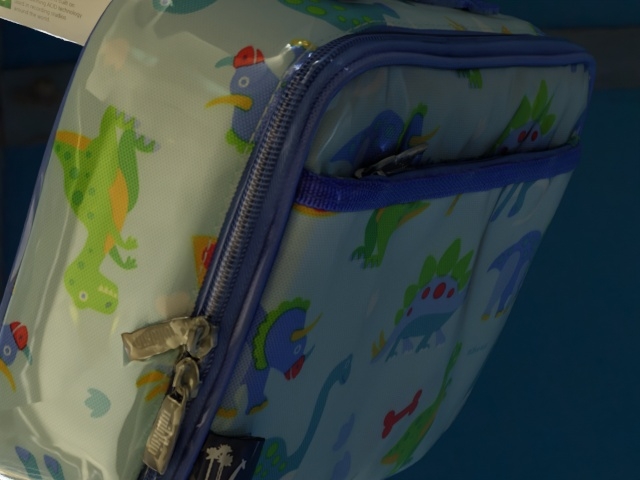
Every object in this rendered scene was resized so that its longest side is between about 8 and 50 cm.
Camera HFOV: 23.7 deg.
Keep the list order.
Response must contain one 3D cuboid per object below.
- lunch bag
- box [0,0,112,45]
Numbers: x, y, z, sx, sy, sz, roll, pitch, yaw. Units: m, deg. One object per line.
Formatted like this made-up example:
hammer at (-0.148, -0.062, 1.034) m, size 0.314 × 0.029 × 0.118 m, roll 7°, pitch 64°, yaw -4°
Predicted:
lunch bag at (0.000, 0.000, 0.475) m, size 0.090 × 0.219 × 0.176 m, roll 27°, pitch -74°, yaw 23°
box at (-0.131, -0.294, 1.107) m, size 0.232 × 0.058 × 0.322 m, roll 21°, pitch -67°, yaw 27°
